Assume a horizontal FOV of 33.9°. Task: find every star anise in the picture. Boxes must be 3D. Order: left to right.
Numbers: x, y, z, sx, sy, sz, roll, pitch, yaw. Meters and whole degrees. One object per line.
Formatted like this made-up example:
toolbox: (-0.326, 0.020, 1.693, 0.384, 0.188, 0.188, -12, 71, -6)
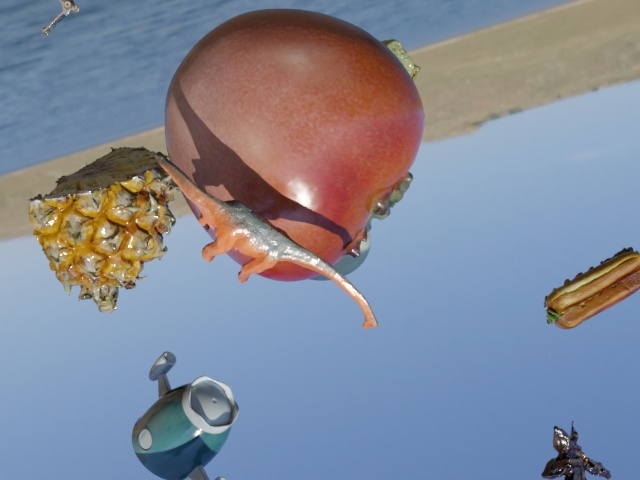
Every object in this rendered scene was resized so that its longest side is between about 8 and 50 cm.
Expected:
star anise: (0.491, 0.451, 2.056, 0.053, 0.212, 0.157, -6, -142, 48)

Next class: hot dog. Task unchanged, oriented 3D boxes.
hot dog: (0.413, 0.072, 1.583, 0.188, 0.072, 0.055, -27, -148, -5)

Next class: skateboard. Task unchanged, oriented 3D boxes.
skateboard: (-0.389, -0.338, 1.476, 0.064, 0.083, 0.032, -41, 175, 8)

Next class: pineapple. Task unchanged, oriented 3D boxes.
pineapple: (-0.330, 0.002, 1.872, 0.208, 0.286, 0.344, 1, -157, 21)

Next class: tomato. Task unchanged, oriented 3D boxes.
tomato: (-0.041, -0.123, 1.247, 0.321, 0.322, 0.321, -16, -172, 2)

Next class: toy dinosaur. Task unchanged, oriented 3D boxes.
toy dinosaur: (-0.060, 0.009, 1.063, 0.101, 0.279, 0.055, -26, -147, 52)

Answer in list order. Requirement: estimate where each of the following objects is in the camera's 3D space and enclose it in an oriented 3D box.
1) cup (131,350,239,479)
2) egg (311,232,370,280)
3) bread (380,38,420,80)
cup: (-0.244, 0.344, 1.974, 0.167, 0.300, 0.173, -2, 147, -45)
egg: (0.000, 0.000, 2.430, 0.253, 0.187, 0.186, 2, 177, -33)
bread: (0.073, -0.252, 1.689, 0.125, 0.086, 0.156, 3, -135, 47)
